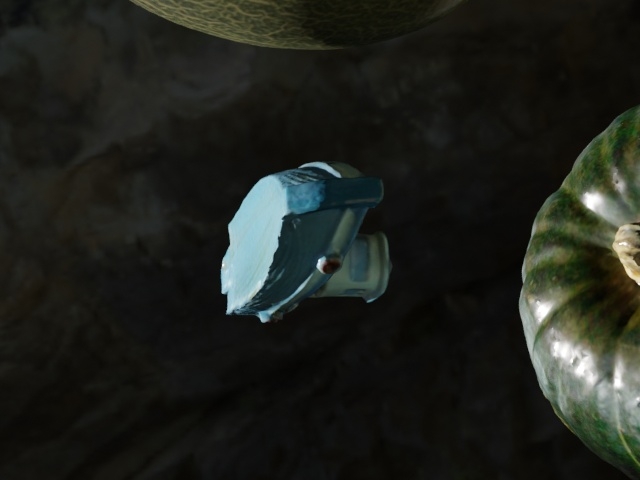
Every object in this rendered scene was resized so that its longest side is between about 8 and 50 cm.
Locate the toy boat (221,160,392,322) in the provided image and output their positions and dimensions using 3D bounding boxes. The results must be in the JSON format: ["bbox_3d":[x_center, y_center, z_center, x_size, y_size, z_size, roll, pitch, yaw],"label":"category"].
[{"bbox_3d":[0.000,0.000,1.089,0.215,0.102,0.088,131,139,-65],"label":"toy boat"}]

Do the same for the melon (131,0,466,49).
[{"bbox_3d":[-0.031,-0.227,0.851,0.302,0.237,0.237,24,-134,-11],"label":"melon"}]

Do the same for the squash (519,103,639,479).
[{"bbox_3d":[0.205,0.024,0.816,0.172,0.218,0.218,23,-129,-19],"label":"squash"}]
